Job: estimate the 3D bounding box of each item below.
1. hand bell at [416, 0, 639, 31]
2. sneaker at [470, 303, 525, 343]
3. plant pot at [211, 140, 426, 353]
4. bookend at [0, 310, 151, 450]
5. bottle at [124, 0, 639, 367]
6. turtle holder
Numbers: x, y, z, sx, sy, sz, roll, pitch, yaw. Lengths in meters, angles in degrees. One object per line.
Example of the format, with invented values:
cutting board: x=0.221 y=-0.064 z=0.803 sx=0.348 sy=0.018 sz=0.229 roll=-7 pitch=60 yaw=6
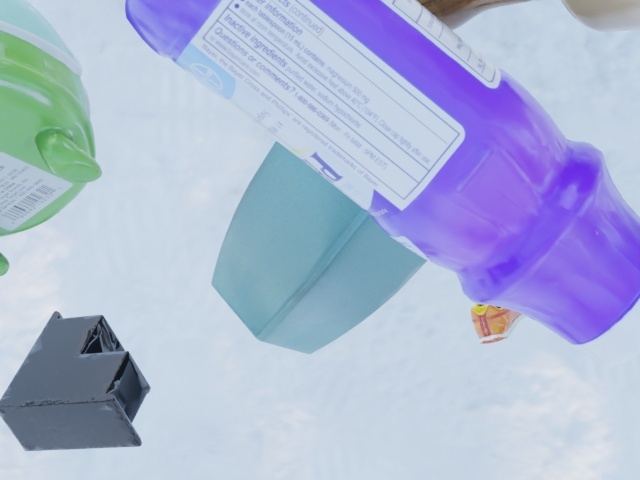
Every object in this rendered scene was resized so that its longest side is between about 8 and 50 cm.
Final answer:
hand bell: x=0.098 y=-0.125 z=0.627 sx=0.126 sy=0.242 sz=0.126 roll=4 pitch=84 yaw=-41
sneaker: x=0.246 y=0.083 z=1.771 sx=0.064 sy=0.175 sz=0.067 roll=-13 pitch=100 yaw=19
plant pot: x=0.000 y=0.000 z=1.454 sx=0.234 sy=0.165 sz=0.166 roll=-51 pitch=55 yaw=12
bookend: x=-0.252 y=0.151 z=1.454 sx=0.072 sy=0.156 sz=0.157 roll=65 pitch=31 yaw=-33
bottle: x=0.044 y=-0.050 z=0.599 sx=0.283 sy=0.118 sz=0.092 roll=38 pitch=95 yaw=-9
turtle holder: x=-0.359 y=-0.126 z=1.136 sx=0.320 sy=0.243 sz=0.227 roll=2 pitch=54 yaw=-25
